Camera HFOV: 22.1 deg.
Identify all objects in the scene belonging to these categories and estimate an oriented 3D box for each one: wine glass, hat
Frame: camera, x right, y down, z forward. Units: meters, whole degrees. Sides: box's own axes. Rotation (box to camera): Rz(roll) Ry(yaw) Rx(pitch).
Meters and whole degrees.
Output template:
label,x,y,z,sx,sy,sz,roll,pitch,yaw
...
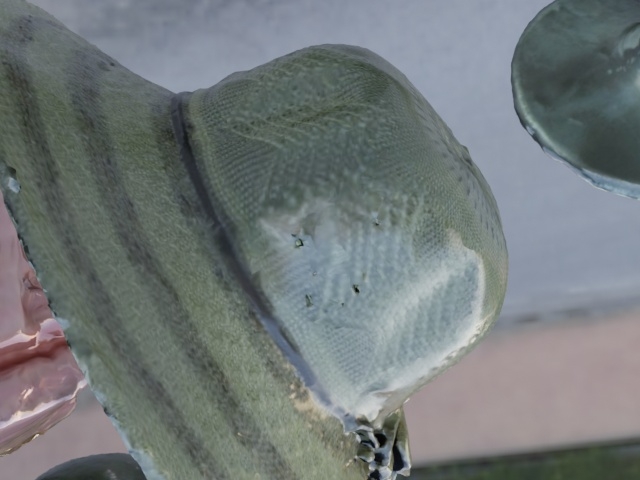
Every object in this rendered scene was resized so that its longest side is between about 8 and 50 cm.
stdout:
label,x,y,z,sx,sy,sz,roll,pitch,yaw
wine glass,0.230,-0.225,0.977,0.267,0.267,0.406,-3,144,-4
hat,0.000,0.000,0.518,0.110,0.252,0.252,-29,159,7

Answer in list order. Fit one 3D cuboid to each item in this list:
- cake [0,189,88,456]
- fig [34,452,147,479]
label,x,y,z,sx,sy,sz,roll,pitch,yaw
cake,-0.309,0.021,0.907,0.293,0.314,0.307,-24,174,-31
fig,-0.117,0.241,0.964,0.195,0.195,0.245,-2,-159,-8
